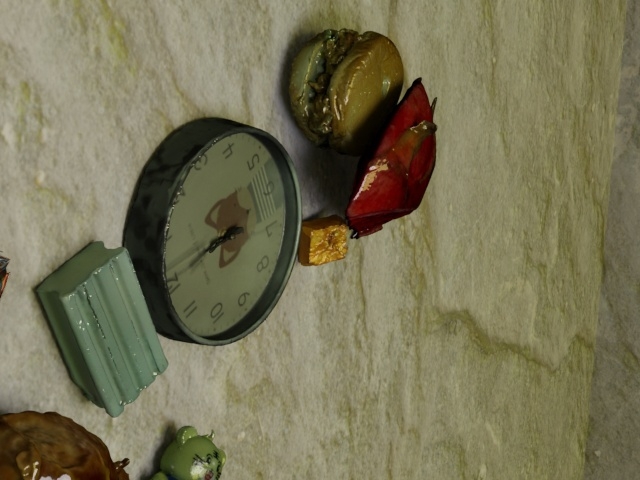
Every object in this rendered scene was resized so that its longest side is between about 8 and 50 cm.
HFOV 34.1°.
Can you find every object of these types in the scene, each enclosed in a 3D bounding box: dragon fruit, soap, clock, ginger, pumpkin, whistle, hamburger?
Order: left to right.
[{"bbox_3d":[-0.345,0.327,1.140,0.357,0.153,0.274,-40,143,-47],"label":"ginger"},{"bbox_3d":[-0.269,0.112,1.306,0.114,0.063,0.198,-43,134,-39],"label":"soap"},{"bbox_3d":[-0.207,0.364,1.462,0.105,0.085,0.227,50,59,-40],"label":"whistle"},{"bbox_3d":[-0.139,-0.009,1.463,0.325,0.067,0.324,-24,120,-52],"label":"clock"},{"bbox_3d":[0.000,0.000,1.688,0.083,0.054,0.074,-15,121,-33],"label":"pumpkin"},{"bbox_3d":[0.039,-0.228,1.614,0.215,0.122,0.189,18,88,-63],"label":"hamburger"},{"bbox_3d":[0.131,-0.125,1.663,0.343,0.100,0.282,26,85,-82],"label":"dragon fruit"}]

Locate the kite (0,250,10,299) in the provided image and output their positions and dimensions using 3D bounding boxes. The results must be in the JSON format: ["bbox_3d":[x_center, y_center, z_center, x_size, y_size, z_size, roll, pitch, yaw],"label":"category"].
[{"bbox_3d":[-0.408,0.056,1.124,0.183,0.014,0.241,-45,132,-41],"label":"kite"}]
